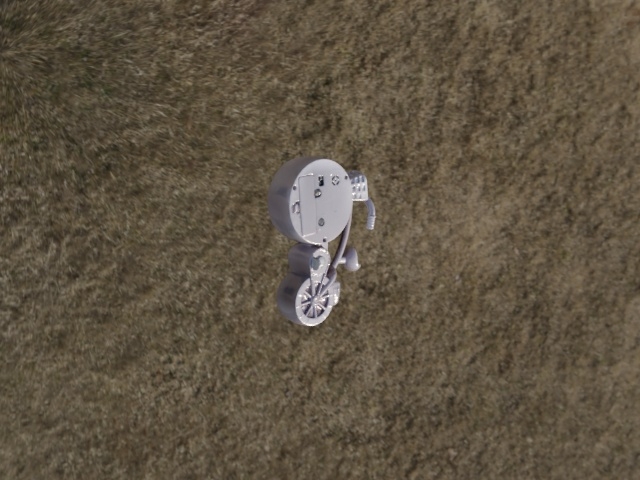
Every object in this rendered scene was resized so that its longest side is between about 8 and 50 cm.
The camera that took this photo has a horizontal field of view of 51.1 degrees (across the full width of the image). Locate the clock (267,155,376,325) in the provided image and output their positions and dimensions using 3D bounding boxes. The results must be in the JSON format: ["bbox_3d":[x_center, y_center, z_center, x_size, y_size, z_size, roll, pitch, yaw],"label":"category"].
[{"bbox_3d":[0.000,0.000,0.517,0.087,0.041,0.129,-6,102,-42],"label":"clock"}]
